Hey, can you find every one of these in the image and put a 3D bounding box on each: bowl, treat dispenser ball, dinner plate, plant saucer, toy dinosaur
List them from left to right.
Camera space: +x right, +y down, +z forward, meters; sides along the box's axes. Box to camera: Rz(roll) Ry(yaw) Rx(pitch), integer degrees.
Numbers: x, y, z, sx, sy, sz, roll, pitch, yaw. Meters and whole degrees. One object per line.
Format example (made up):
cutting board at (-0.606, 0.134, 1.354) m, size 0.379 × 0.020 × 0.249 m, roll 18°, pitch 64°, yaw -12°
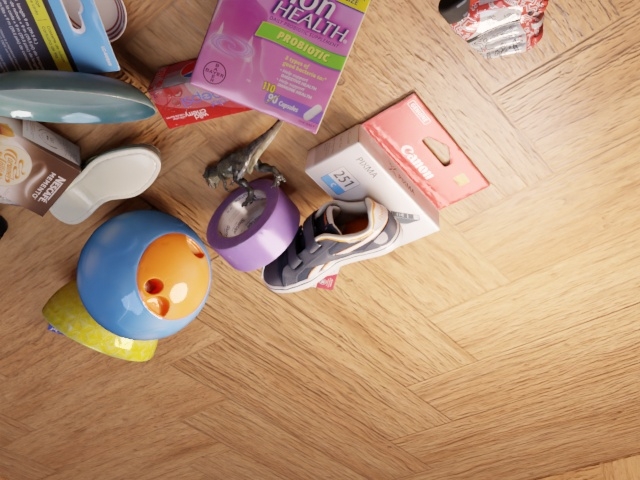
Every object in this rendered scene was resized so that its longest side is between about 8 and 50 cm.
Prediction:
plant saucer at (-0.456, -0.254, 1.242) m, size 0.318 × 0.043 × 0.317 m, roll -1°, pitch 180°, yaw 0°
dinner plate at (-0.399, -0.405, 1.200) m, size 0.141 × 0.017 × 0.141 m, roll 8°, pitch 136°, yaw 7°
bowl at (-0.512, 0.161, 1.716) m, size 0.290 × 0.289 × 0.156 m, roll 27°, pitch 92°, yaw -22°
treat dispenser ball at (-0.384, 0.075, 1.533) m, size 0.288 × 0.288 × 0.288 m, roll 3°, pitch 138°, yaw 3°
toy dinosaur at (-0.141, -0.144, 1.407) m, size 0.268 × 0.064 × 0.118 m, roll -31°, pitch 88°, yaw 33°

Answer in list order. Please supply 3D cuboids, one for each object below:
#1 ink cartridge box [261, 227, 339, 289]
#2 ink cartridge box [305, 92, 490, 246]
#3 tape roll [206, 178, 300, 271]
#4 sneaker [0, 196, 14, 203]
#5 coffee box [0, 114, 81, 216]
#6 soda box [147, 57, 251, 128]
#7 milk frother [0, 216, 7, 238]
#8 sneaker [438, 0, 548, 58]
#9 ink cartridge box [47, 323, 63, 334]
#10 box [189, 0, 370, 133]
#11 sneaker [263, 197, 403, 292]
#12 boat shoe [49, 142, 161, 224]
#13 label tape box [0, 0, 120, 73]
ink cartridge box at (-0.044, 0.039, 1.613) m, size 0.175 × 0.072 × 0.127 m, roll 9°, pitch 138°, yaw -4°
ink cartridge box at (0.160, -0.125, 1.417) m, size 0.261 × 0.066 × 0.296 m, roll -25°, pitch 130°, yaw 31°
tape roll at (-0.141, -0.033, 1.459) m, size 0.189 × 0.188 × 0.080 m, roll -20°, pitch 131°, yaw 26°
sneaker at (-0.625, -0.096, 1.497) m, size 0.135 × 0.058 × 0.052 m, roll -12°, pitch 134°, yaw -42°
coffee box at (-0.617, -0.175, 1.374) m, size 0.141 × 0.098 × 0.247 m, roll -44°, pitch 129°, yaw 17°
soda box at (-0.171, -0.285, 1.264) m, size 0.264 × 0.083 × 0.092 m, roll -9°, pitch 135°, yaw 17°
milk frother at (-0.815, -0.017, 1.596) m, size 0.143 × 0.134 × 0.129 m, roll 13°, pitch 137°, yaw -7°
sneaker at (0.333, -0.391, 1.088) m, size 0.270 × 0.090 × 0.145 m, roll -27°, pitch 130°, yaw 35°
ink cartridge box at (-0.634, 0.240, 1.924) m, size 0.207 × 0.046 × 0.097 m, roll 23°, pitch 134°, yaw -18°
box at (-0.065, -0.324, 1.103) m, size 0.214 × 0.117 × 0.242 m, roll 20°, pitch 103°, yaw -14°
sneaker at (0.000, 0.000, 1.443) m, size 0.321 × 0.126 × 0.127 m, roll -24°, pitch 136°, yaw 18°
boat shoe at (-0.445, -0.134, 1.458) m, size 0.305 × 0.091 × 0.109 m, roll -24°, pitch 121°, yaw 28°
label tape box at (-0.517, -0.399, 1.148) m, size 0.348 × 0.115 × 0.249 m, roll -2°, pitch 134°, yaw 9°
